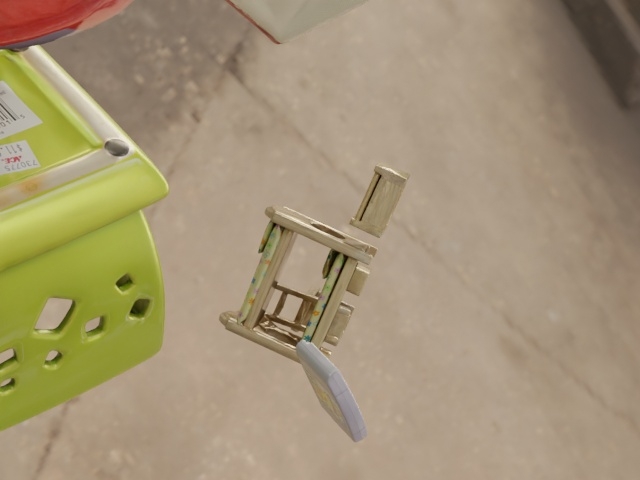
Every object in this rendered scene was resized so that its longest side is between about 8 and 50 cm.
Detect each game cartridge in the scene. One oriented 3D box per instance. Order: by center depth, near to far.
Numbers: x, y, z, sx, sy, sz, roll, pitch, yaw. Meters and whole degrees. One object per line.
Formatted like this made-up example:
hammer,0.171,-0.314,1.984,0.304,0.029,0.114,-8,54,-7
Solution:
game cartridge,0.010,0.117,1.199,0.056,0.017,0.083,38,-20,44

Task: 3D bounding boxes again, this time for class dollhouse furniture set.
dollhouse furniture set,0.000,0.000,1.388,0.101,0.182,0.161,24,10,4

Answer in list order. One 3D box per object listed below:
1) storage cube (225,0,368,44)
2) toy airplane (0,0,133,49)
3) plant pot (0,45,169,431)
storage cube,-0.005,-0.252,0.876,0.193,0.183,0.215,69,13,17
toy airplane,-0.331,-0.196,0.816,0.386,0.272,0.384,12,12,-43
plant pot,-0.251,-0.014,1.130,0.228,0.207,0.227,-26,59,-34
